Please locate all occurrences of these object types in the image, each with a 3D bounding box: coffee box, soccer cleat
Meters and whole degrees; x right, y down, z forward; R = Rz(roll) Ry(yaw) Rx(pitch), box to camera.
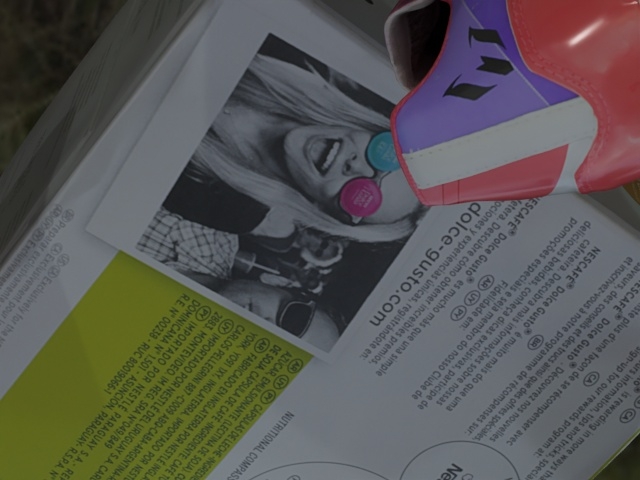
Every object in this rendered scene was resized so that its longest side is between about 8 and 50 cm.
[{"bbox_3d":[0.000,0.000,1.080,0.334,0.337,0.338,34,112,-14],"label":"coffee box"},{"bbox_3d":[0.074,-0.101,0.660,0.116,0.318,0.108,-21,113,8],"label":"soccer cleat"}]
